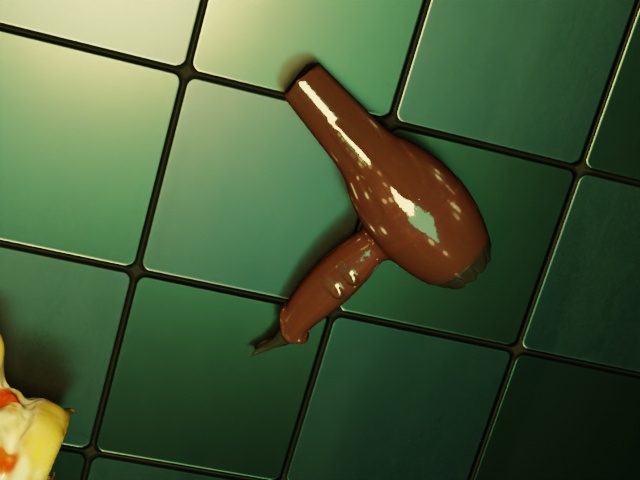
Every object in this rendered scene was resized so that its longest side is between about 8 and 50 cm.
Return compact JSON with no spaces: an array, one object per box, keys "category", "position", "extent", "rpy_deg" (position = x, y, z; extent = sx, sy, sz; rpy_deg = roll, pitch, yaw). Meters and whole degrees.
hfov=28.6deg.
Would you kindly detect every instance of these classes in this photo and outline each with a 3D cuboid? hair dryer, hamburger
[{"category":"hair dryer","position":[0.000,0.000,1.499],"extent":[0.312,0.123,0.340],"rpy_deg":[43,109,-9]},{"category":"hamburger","position":[-0.412,0.252,1.431],"extent":[0.186,0.261,0.302],"rpy_deg":[34,82,-14]}]
